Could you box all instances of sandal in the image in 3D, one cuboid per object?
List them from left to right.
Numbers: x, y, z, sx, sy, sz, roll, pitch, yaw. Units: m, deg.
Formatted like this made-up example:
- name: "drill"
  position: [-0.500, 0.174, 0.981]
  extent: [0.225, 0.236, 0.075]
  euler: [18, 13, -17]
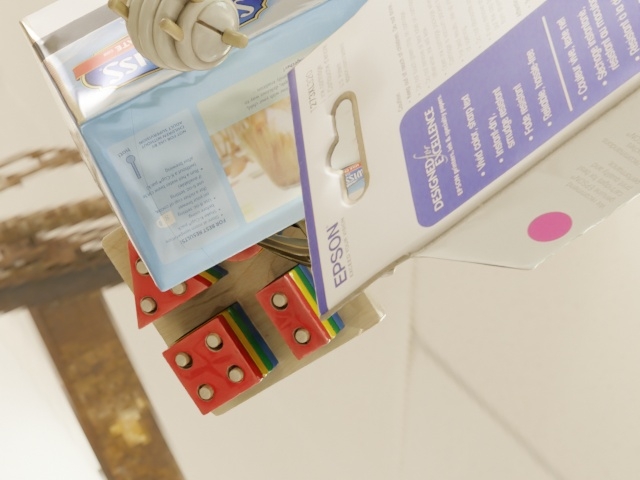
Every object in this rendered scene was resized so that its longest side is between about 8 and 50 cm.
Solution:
- name: "sandal"
  position: [0.000, 0.000, 1.474]
  extent: [0.180, 0.049, 0.072]
  euler: [8, -14, 29]

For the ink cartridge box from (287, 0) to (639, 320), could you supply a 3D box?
- name: "ink cartridge box"
  position: [0.135, -0.115, 0.632]
  extent: [0.371, 0.069, 0.176]
  euler: [-36, -138, 29]

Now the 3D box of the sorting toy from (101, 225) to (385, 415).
- name: "sorting toy"
  position: [-0.105, 0.051, 1.619]
  extent: [0.257, 0.089, 0.255]
  euler: [-32, -88, 25]

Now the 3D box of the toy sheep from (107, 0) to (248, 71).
- name: "toy sheep"
  position: [-0.109, -0.174, 1.113]
  extent: [0.132, 0.091, 0.091]
  euler: [31, -39, 34]

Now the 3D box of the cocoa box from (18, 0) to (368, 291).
- name: "cocoa box"
  position: [-0.080, -0.159, 1.412]
  extent: [0.228, 0.347, 0.231]
  euler: [54, -12, 48]
